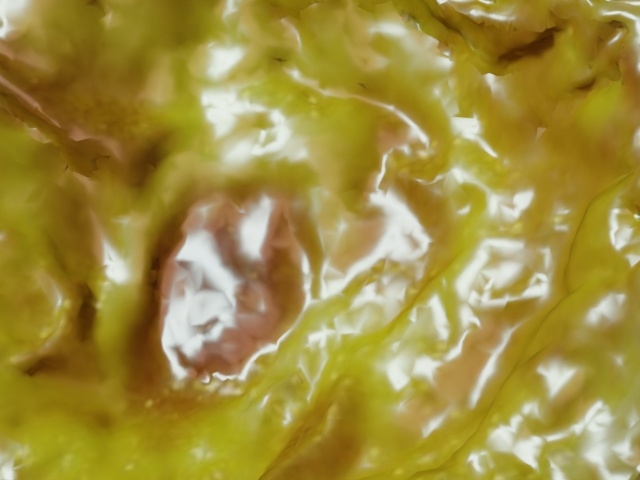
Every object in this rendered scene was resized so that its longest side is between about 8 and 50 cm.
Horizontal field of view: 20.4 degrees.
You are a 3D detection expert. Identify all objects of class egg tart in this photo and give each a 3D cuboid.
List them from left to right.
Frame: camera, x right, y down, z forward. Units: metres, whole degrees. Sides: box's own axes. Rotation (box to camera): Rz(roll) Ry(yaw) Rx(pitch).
[{"bbox_3d":[0.000,0.000,0.516,0.294,0.116,0.295,-7,70,19],"label":"egg tart"}]
